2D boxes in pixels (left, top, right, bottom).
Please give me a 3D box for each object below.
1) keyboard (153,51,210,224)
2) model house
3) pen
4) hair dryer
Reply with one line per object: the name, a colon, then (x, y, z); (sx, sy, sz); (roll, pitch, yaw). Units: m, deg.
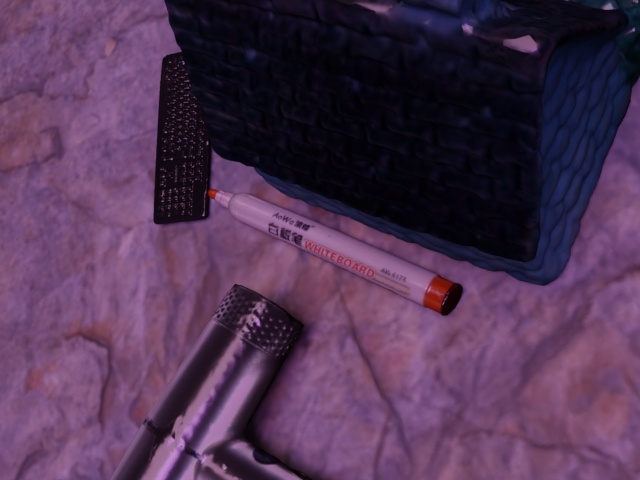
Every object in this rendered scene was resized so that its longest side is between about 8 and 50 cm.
keyboard: (-0.113, -0.089, 0.645); (0.053, 0.010, 0.155); (-7, 73, 21)
model house: (0.040, -0.131, 0.463); (0.261, 0.241, 0.226); (20, 87, 28)
pen: (0.000, 0.000, 0.561); (0.218, 0.026, 0.026); (24, 87, 28)
hair dryer: (-0.058, 0.216, 0.463); (0.284, 0.156, 0.320); (34, 82, 38)
